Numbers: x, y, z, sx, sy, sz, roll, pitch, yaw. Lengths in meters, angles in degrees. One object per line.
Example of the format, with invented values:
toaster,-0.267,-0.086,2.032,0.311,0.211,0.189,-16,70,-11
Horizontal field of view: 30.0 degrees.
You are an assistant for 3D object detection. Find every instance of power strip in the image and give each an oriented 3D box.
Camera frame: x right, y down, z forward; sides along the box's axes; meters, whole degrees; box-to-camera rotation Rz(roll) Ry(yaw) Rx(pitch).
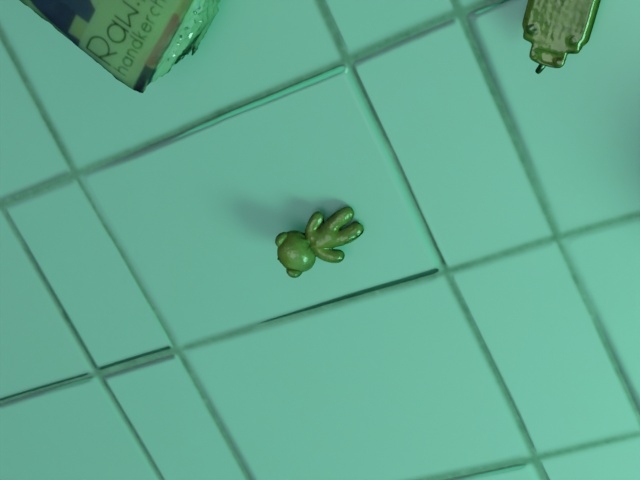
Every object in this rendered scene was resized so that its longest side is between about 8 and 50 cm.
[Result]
power strip,0.238,-0.291,1.065,0.064,0.044,0.305,18,119,12

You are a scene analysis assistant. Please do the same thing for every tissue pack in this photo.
tissue pack,-0.235,-0.338,1.172,0.344,0.125,0.242,38,122,0

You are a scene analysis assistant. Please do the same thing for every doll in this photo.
doll,-0.001,0.002,1.298,0.093,0.051,0.061,-25,98,28
